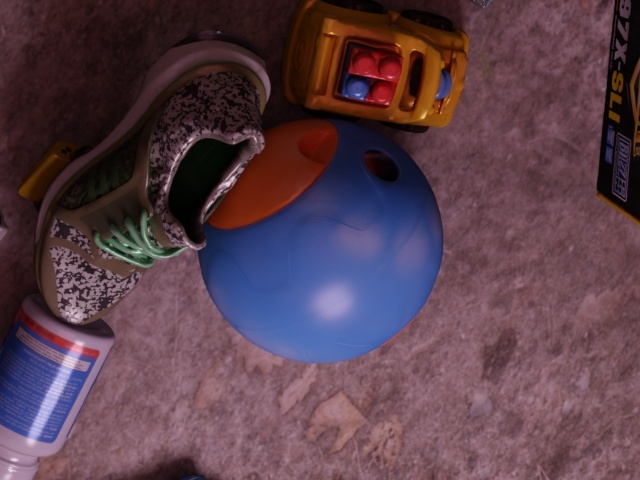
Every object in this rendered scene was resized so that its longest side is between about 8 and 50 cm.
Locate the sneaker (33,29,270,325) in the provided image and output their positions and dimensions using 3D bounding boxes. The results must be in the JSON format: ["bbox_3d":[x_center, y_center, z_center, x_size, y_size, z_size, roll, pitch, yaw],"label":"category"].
[{"bbox_3d":[-0.190,-0.036,1.784,0.158,0.182,0.410,20,121,-30],"label":"sneaker"}]

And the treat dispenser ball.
[{"bbox_3d":[0.000,0.000,1.883,0.288,0.288,0.288,-2,104,-8],"label":"treat dispenser ball"}]

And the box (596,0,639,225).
[{"bbox_3d":[0.416,-0.180,1.916,0.079,0.257,0.322,1,105,-8],"label":"box"}]

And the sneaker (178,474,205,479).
[{"bbox_3d":[-0.211,0.350,2.060,0.240,0.091,0.126,17,83,-12],"label":"sneaker"}]

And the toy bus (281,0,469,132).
[{"bbox_3d":[0.080,-0.199,1.887,0.220,0.211,0.149,10,101,-12],"label":"toy bus"}]

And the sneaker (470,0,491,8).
[{"bbox_3d":[0.247,-0.334,1.962,0.167,0.065,0.076,-17,122,-1],"label":"sneaker"}]

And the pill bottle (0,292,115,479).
[{"bbox_3d":[-0.351,0.186,1.965,0.124,0.124,0.221,26,98,-14],"label":"pill bottle"}]

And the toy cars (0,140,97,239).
[{"bbox_3d":[-0.367,-0.058,1.917,0.394,0.087,0.176,-6,137,-5],"label":"toy cars"}]
